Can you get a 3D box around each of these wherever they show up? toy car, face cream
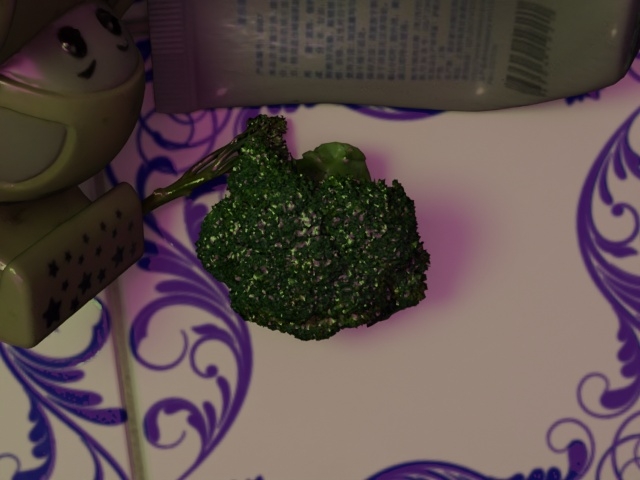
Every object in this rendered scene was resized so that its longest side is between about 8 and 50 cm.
[{"bbox_3d":[-0.207,-0.124,0.789,0.226,0.242,0.336,34,124,7],"label":"toy car"},{"bbox_3d":[0.073,-0.195,0.888,0.420,0.137,0.235,1,127,0],"label":"face cream"}]

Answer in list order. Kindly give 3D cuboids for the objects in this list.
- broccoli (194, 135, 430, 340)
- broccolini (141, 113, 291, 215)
[{"bbox_3d":[0.000,0.000,0.887,0.195,0.195,0.156,30,53,0],"label":"broccoli"},{"bbox_3d":[-0.111,-0.049,0.940,0.194,0.052,0.054,-24,87,1],"label":"broccolini"}]
